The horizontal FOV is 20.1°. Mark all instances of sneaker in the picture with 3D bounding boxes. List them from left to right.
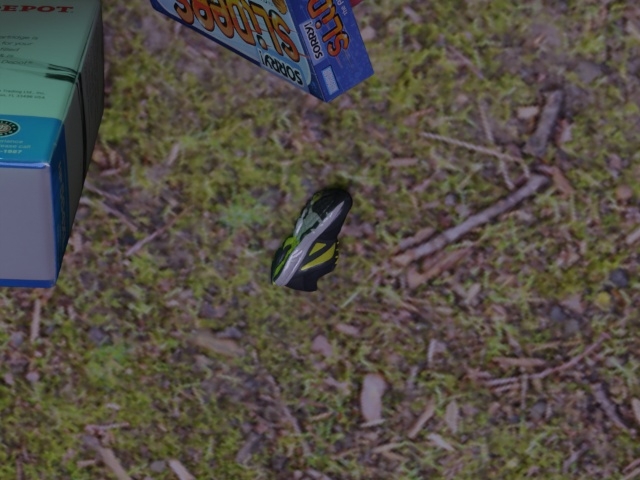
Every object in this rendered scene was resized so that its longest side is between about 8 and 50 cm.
[{"bbox_3d":[0.000,0.000,1.171,0.035,0.031,0.083,22,124,-25],"label":"sneaker"}]

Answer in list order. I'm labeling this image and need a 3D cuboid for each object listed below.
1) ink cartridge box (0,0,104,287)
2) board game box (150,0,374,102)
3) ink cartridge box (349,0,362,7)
[{"bbox_3d":[-0.210,-0.064,1.042,0.148,0.203,0.086,2,122,2],"label":"ink cartridge box"},{"bbox_3d":[-0.056,-0.165,0.979,0.035,0.201,0.136,-33,124,-17],"label":"board game box"},{"bbox_3d":[0.018,-0.256,0.954,0.158,0.092,0.218,-31,116,-11],"label":"ink cartridge box"}]
